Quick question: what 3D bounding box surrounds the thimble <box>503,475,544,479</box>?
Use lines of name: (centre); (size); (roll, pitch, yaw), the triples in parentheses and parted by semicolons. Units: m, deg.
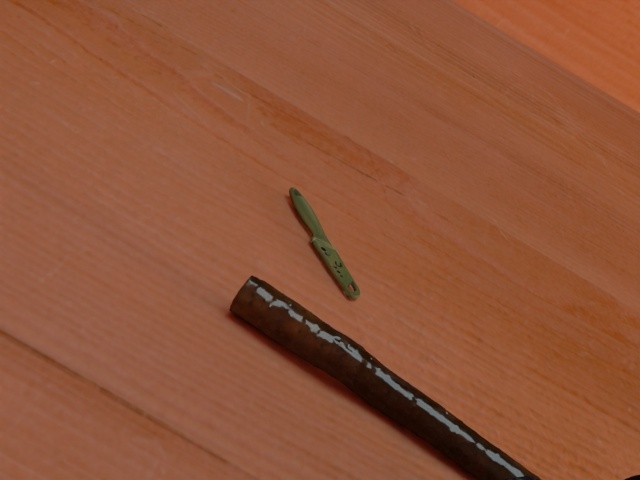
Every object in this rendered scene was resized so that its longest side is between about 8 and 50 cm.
thimble: (0.181, 0.247, 1.283); (0.104, 0.066, 0.095); (30, 24, -3)

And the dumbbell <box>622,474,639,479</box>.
dumbbell: (0.274, 0.293, 1.142); (0.290, 0.192, 0.192); (29, 21, -8)

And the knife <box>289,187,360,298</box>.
knife: (0.000, 0.000, 1.645); (0.030, 0.014, 0.207); (18, 26, -35)

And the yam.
yam: (0.061, 0.139, 1.387); (0.327, 0.045, 0.045); (35, 44, 5)
